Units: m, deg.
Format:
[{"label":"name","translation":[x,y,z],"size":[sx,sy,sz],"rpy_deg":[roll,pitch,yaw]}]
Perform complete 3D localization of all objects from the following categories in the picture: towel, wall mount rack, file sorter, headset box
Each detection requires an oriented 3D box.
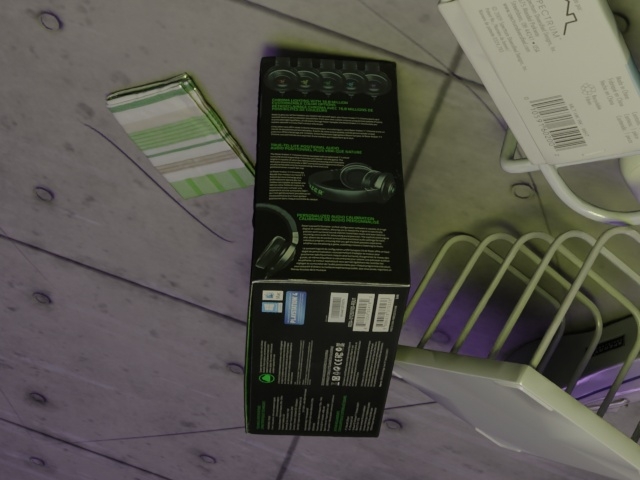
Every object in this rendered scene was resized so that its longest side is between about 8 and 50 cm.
[{"label":"towel","translation":[-0.142,-0.106,1.179],"size":[0.113,0.023,0.152],"rpy_deg":[-7,136,33]},{"label":"wall mount rack","translation":[0.237,-0.175,0.860],"size":[0.304,0.130,0.350],"rpy_deg":[-9,133,36]},{"label":"file sorter","translation":[0.218,0.099,1.066],"size":[0.193,0.173,0.278],"rpy_deg":[36,165,-19]},{"label":"headset box","translation":[0.000,0.000,1.045],"size":[0.131,0.283,0.246],"rpy_deg":[3,141,-3]}]

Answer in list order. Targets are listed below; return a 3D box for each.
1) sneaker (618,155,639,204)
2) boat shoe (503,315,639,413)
[{"label":"sneaker","translation":[0.358,-0.005,1.023],"size":[0.235,0.095,0.090],"rpy_deg":[39,139,-20]},{"label":"boat shoe","translation":[0.308,0.147,1.228],"size":[0.267,0.096,0.088],"rpy_deg":[-27,118,32]}]
